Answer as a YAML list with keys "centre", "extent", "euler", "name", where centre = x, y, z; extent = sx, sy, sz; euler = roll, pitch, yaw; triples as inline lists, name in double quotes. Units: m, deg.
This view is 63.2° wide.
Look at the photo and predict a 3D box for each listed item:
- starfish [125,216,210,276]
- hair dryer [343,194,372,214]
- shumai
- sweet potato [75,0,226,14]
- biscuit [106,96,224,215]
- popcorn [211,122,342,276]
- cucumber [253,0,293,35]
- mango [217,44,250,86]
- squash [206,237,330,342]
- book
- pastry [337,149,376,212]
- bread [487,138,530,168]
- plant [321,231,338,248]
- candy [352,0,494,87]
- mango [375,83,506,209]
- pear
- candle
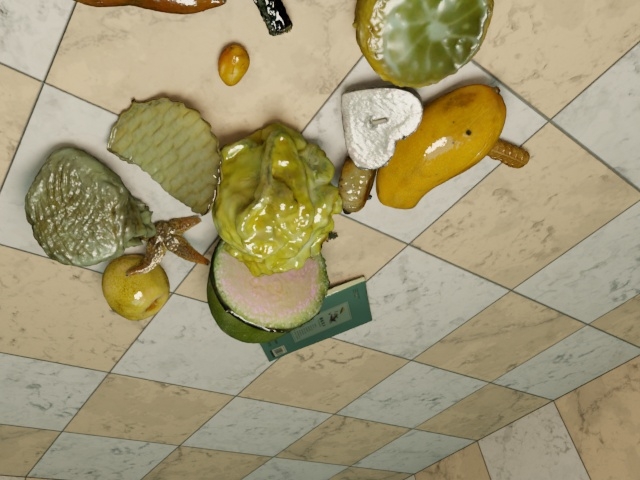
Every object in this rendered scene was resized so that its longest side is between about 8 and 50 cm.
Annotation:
- centre: [-0.401, 0.016, 1.295]
  extent: [0.247, 0.138, 0.050]
  euler: [-9, 168, 3]
  name: "starfish"
- centre: [0.095, -0.100, 1.349]
  extent: [0.083, 0.026, 0.047]
  euler: [-21, 140, -1]
  name: "hair dryer"
- centre: [-0.515, -0.074, 1.166]
  extent: [0.225, 0.222, 0.261]
  euler: [-29, 100, 3]
  name: "shumai"
- centre: [-0.294, -0.421, 0.889]
  extent: [0.264, 0.057, 0.057]
  euler: [2, 137, -8]
  name: "sweet potato"
- centre: [-0.297, -0.189, 1.057]
  extent: [0.273, 0.036, 0.187]
  euler: [38, 111, 7]
  name: "biscuit"
- centre: [-0.094, -0.089, 1.137]
  extent: [0.312, 0.312, 0.312]
  euler: [-6, 138, -6]
  name: "popcorn"
- centre: [-0.098, -0.438, 0.913]
  extent: [0.053, 0.053, 0.181]
  euler: [-19, 135, 9]
  name: "cucumber"
- centre: [-0.169, -0.337, 1.011]
  extent: [0.060, 0.046, 0.089]
  euler: [4, 140, -17]
  name: "mango"
- centre: [-0.171, 0.130, 1.400]
  extent: [0.310, 0.310, 0.309]
  euler: [8, 156, -20]
  name: "squash"
- centre: [-0.018, 0.255, 1.646]
  extent: [0.379, 0.031, 0.264]
  euler: [-21, 143, -6]
  name: "book"
- centre: [0.084, -0.137, 1.219]
  extent: [0.081, 0.153, 0.153]
  euler: [12, 137, 4]
  name: "pastry"
- centre: [0.449, -0.217, 1.278]
  extent: [0.157, 0.044, 0.052]
  euler: [14, 138, -25]
  name: "bread"
- centre: [0.000, 0.000, 1.416]
  extent: [0.102, 0.051, 0.051]
  euler: [-24, 137, 8]
  name: "plant"
- centre: [0.189, -0.413, 0.961]
  extent: [0.259, 0.118, 0.260]
  euler: [-8, 134, -9]
  name: "candy"
- centre: [0.257, -0.207, 1.168]
  extent: [0.359, 0.144, 0.187]
  euler: [-38, 125, 23]
  name: "mango"
- centre: [-0.486, 0.119, 1.358]
  extent: [0.178, 0.178, 0.178]
  euler: [-6, 138, -6]
  name: "pear"
- centre: [0.113, -0.254, 1.090]
  extent: [0.168, 0.068, 0.192]
  euler: [41, 117, -5]
  name: "candle"
